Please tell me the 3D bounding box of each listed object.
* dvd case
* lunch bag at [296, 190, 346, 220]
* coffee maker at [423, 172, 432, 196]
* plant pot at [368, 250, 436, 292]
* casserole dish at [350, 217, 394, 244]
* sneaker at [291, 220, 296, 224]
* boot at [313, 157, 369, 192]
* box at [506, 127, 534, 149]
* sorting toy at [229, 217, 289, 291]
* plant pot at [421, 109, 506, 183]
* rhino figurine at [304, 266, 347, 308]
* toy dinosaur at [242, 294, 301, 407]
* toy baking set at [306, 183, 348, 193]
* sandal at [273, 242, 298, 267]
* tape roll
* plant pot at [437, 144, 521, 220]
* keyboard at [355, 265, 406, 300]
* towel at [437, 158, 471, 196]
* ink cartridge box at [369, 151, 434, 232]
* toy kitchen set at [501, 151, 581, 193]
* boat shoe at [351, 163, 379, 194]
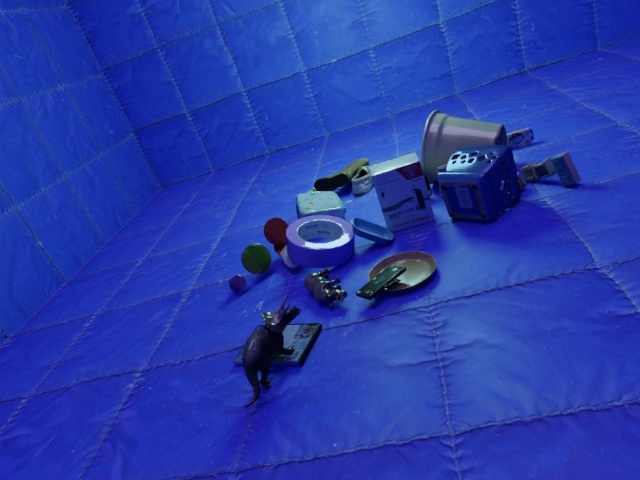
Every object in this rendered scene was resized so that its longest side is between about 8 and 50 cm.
[{"bbox_3d":[-0.135,0.331,1.556,0.253,0.022,0.180,-8,27,28],"label":"dvd case"},{"bbox_3d":[0.001,-0.143,2.299,0.224,0.108,0.279,-5,26,-7],"label":"lunch bag"},{"bbox_3d":[0.380,-0.232,2.132,0.178,0.171,0.120,-28,26,-16],"label":"coffee maker"},{"bbox_3d":[0.281,0.112,1.669,0.236,0.032,0.236,-16,25,8],"label":"plant pot"},{"bbox_3d":[0.201,-0.034,1.931,0.188,0.037,0.114,19,27,-9],"label":"casserole dish"},{"bbox_3d":[-0.104,-0.068,2.336,0.109,0.040,0.044,1,34,41],"label":"sneaker"},{"bbox_3d":[0.119,-0.352,2.647,0.236,0.089,0.269,-10,20,33],"label":"boot"},{"bbox_3d":[0.944,-0.482,2.313,0.136,0.081,0.028,-15,25,14],"label":"box"},{"bbox_3d":[-0.270,0.066,2.059,0.365,0.127,0.126,-55,12,-21],"label":"sorting toy"},{"bbox_3d":[0.647,-0.407,2.159,0.305,0.334,0.334,9,36,30],"label":"plant pot"},{"bbox_3d":[0.021,0.170,1.705,0.106,0.073,0.243,-24,26,-16],"label":"rhino figurine"},{"bbox_3d":[-0.169,0.319,1.403,0.121,0.160,0.313,8,50,40],"label":"toy dinosaur"},{"bbox_3d":[0.048,-0.288,2.690,0.256,0.030,0.196,-33,30,-26],"label":"toy baking set"},{"bbox_3d":[-0.125,0.056,2.061,0.102,0.076,0.265,-39,34,6],"label":"sandal"},{"bbox_3d":[0.000,0.000,1.955,0.274,0.090,0.275,0,31,0],"label":"tape roll"},{"bbox_3d":[0.593,-0.208,1.854,0.236,0.236,0.212,10,44,48],"label":"plant pot"},{"bbox_3d":[0.210,0.140,1.604,0.180,0.023,0.108,-36,22,-28],"label":"keyboard"},{"bbox_3d":[0.570,-0.264,2.053,0.144,0.197,0.029,-19,53,5],"label":"towel"},{"bbox_3d":[0.329,-0.188,1.963,0.197,0.273,0.114,-17,28,9],"label":"ink cartridge box"},{"bbox_3d":[0.843,-0.229,1.873,0.166,0.122,0.207,-32,6,-22],"label":"toy kitchen set"},{"bbox_3d":[0.248,-0.346,2.559,0.109,0.098,0.302,-2,30,36],"label":"boat shoe"}]
